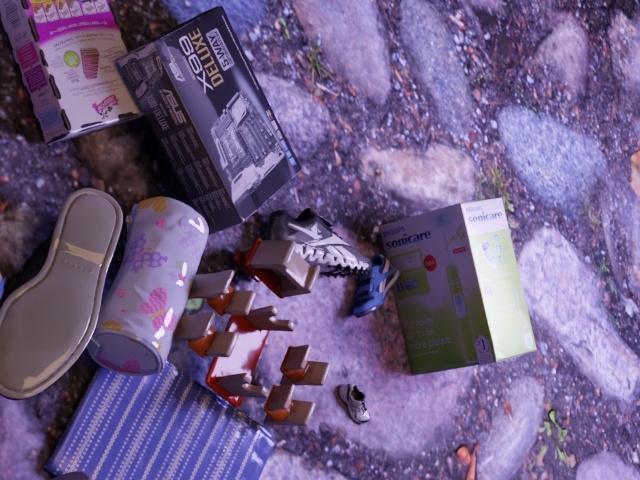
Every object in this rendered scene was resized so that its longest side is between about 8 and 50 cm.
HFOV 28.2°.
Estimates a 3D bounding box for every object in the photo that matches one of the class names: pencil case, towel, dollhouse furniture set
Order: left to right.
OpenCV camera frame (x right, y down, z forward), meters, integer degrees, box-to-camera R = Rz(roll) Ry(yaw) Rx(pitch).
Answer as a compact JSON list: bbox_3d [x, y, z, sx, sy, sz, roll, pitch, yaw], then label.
[{"bbox_3d":[-0.252,0.064,1.866,0.124,0.113,0.273,32,49,-23],"label":"pencil case"},{"bbox_3d":[-0.229,0.318,1.905,0.336,0.040,0.243,40,57,-26],"label":"towel"},{"bbox_3d":[-0.108,0.130,1.989,0.262,0.135,0.259,46,53,-35],"label":"dollhouse furniture set"}]

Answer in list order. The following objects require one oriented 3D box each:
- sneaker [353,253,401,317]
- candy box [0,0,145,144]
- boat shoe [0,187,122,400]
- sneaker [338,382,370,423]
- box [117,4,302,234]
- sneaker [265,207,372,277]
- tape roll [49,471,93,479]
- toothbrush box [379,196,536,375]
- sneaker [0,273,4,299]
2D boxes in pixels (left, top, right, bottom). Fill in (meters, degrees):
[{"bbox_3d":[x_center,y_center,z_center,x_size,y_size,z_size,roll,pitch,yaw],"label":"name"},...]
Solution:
[{"bbox_3d":[0.088,0.081,2.245,0.059,0.053,0.144,54,41,-19],"label":"sneaker"},{"bbox_3d":[-0.370,-0.275,1.900,0.159,0.071,0.233,-21,93,-46],"label":"candy box"},{"bbox_3d":[-0.375,0.086,1.774,0.127,0.113,0.340,22,56,-14],"label":"boat shoe"},{"bbox_3d":[0.064,0.280,2.179,0.083,0.037,0.032,55,47,-19],"label":"sneaker"},{"bbox_3d":[-0.168,-0.194,2.013,0.307,0.077,0.242,64,29,-12],"label":"box"},{"bbox_3d":[0.000,0.000,2.165,0.234,0.078,0.106,13,73,-38],"label":"sneaker"},{"bbox_3d":[-0.360,0.397,1.628,0.072,0.219,0.219,53,50,-18],"label":"tape roll"},{"bbox_3d":[0.243,0.084,2.280,0.122,0.206,0.283,-8,85,-43],"label":"toothbrush box"},{"bbox_3d":[-0.505,0.162,1.657,0.296,0.112,0.131,-54,133,-36],"label":"sneaker"}]
